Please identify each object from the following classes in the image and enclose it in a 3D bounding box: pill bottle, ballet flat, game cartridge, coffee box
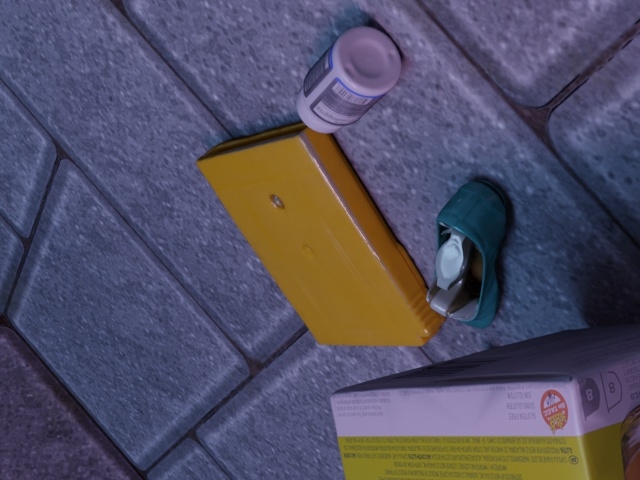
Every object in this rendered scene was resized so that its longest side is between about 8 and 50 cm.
[{"bbox_3d":[0.027,-0.169,1.418,0.078,0.078,0.137,50,153,-1],"label":"pill bottle"},{"bbox_3d":[0.154,0.035,1.474,0.083,0.087,0.247,35,150,26],"label":"ballet flat"},{"bbox_3d":[0.000,0.000,1.712,0.324,0.052,0.285,56,152,-16],"label":"game cartridge"},{"bbox_3d":[0.261,0.259,1.194,0.338,0.337,0.334,-14,87,56],"label":"coffee box"}]
